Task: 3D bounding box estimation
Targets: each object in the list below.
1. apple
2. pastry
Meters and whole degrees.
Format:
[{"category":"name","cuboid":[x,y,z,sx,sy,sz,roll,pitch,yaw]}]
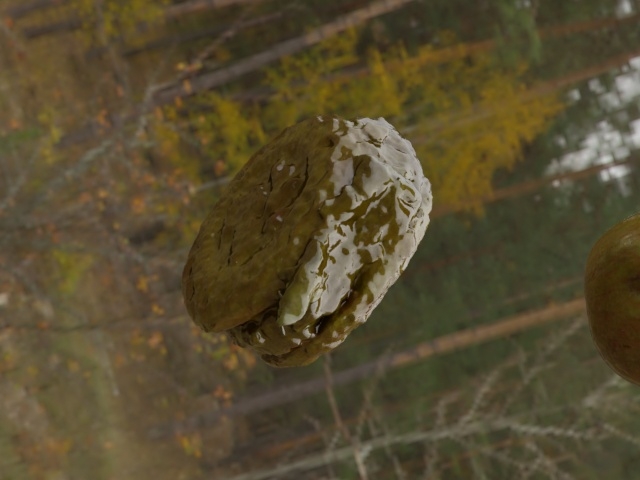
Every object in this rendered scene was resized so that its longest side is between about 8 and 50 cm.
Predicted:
[{"category":"apple","cuboid":[0.471,0.080,1.860,0.264,0.264,0.264,163,-90,-89]},{"category":"pastry","cuboid":[0.000,0.000,1.216,0.132,0.240,0.235,37,-21,-26]}]
